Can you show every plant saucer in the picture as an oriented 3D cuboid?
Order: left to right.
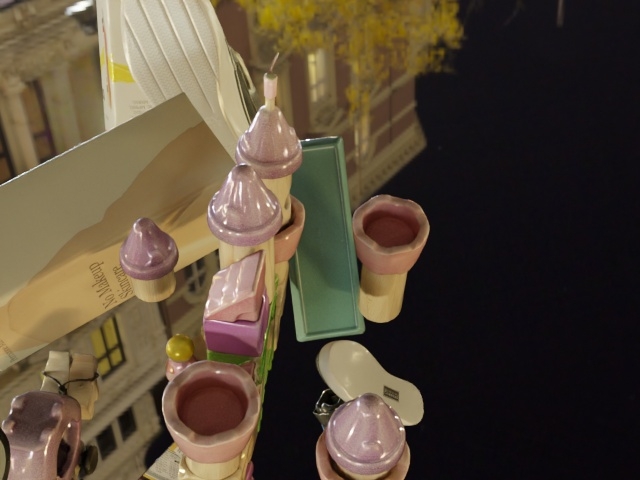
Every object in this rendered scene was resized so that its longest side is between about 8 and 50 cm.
[{"bbox_3d":[0.000,0.000,0.863,0.067,0.192,0.018,-7,-175,-4],"label":"plant saucer"}]

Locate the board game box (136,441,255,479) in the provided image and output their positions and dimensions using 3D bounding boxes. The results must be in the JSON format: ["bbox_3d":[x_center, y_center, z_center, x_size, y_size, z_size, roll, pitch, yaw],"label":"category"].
[{"bbox_3d":[-0.094,0.320,0.880,0.243,0.165,0.042,46,-166,5],"label":"board game box"}]

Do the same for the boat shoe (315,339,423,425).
[{"bbox_3d":[0.036,0.126,0.768,0.040,0.142,0.049,-12,-125,35],"label":"boat shoe"}]

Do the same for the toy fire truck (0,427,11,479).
[{"bbox_3d":[-0.311,0.103,0.461,0.158,0.217,0.246,3,-158,19],"label":"toy fire truck"}]

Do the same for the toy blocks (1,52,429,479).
[{"bbox_3d":[-0.075,0.046,0.694,0.308,0.260,0.289,7,-130,3],"label":"toy blocks"}]

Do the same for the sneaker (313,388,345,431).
[{"bbox_3d":[0.035,0.198,0.995,0.058,0.085,0.152,-21,172,12],"label":"sneaker"}]

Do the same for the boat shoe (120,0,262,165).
[{"bbox_3d":[-0.151,-0.200,1.141,0.121,0.335,0.119,-10,-146,13],"label":"boat shoe"}]

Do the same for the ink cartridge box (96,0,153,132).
[{"bbox_3d":[-0.299,-0.333,1.584,0.160,0.385,0.279,-5,-167,-16],"label":"ink cartridge box"}]

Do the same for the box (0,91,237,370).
[{"bbox_3d":[-0.241,-0.010,0.958,0.311,0.148,0.121,-31,-112,-14],"label":"box"}]
